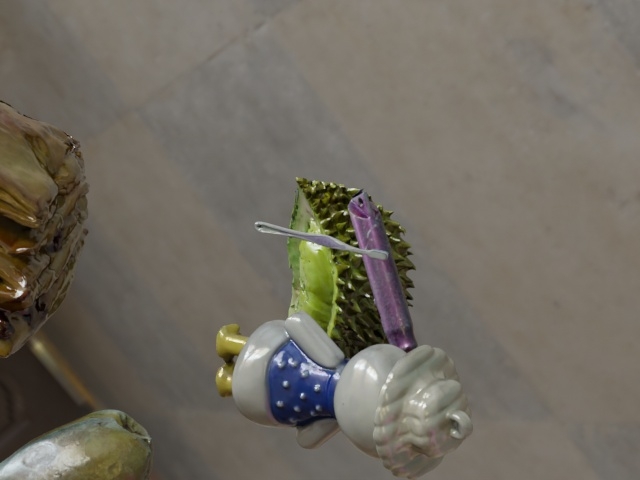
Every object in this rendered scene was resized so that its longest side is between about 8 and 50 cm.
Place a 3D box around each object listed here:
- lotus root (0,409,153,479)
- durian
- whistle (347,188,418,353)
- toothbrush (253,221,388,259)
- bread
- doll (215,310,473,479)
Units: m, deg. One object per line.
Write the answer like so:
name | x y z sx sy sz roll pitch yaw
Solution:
lotus root | -0.229 0.209 1.268 0.088 0.192 0.113 62 -178 -8
durian | 0.022 0.075 1.996 0.169 0.158 0.352 32 130 30
whistle | 0.063 0.033 1.547 0.033 0.033 0.176 146 110 -70
toothbrush | 0.000 0.000 1.393 0.131 0.013 0.011 13 106 13
bread | -0.354 -0.052 1.476 0.277 0.324 0.167 26 118 -6
doll | 0.019 0.136 1.368 0.293 0.119 0.138 10 111 41
